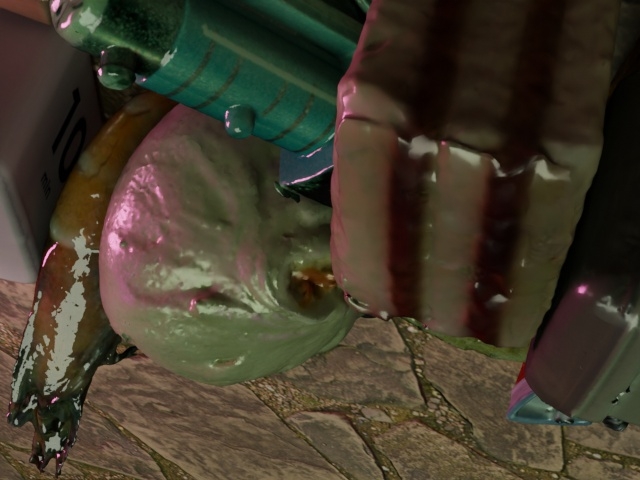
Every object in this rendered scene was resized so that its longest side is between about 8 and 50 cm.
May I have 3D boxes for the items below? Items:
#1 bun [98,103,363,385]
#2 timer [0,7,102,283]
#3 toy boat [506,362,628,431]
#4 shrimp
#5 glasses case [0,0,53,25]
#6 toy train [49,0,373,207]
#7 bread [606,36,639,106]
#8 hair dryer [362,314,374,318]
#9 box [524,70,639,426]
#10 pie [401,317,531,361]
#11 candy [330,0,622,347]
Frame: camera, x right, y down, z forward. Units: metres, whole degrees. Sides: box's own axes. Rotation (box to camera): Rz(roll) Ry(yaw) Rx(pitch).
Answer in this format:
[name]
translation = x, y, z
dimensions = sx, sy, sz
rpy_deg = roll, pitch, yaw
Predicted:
[bun]
translation = -0.037, 0.010, 0.775
dimensions = 0.187, 0.293, 0.293
rpy_deg = 32, 162, 41
[timer]
translation = -0.333, -0.101, 0.824
dimensions = 0.194, 0.195, 0.192
rpy_deg = 13, 146, 3
[toy boat]
translation = 0.381, 0.183, 1.031
dimensions = 0.331, 0.133, 0.145
rpy_deg = -6, 142, 28
[shrimp]
translation = -0.166, 0.054, 0.878
dimensions = 0.272, 0.445, 0.085
rpy_deg = 20, -167, -41
[glasses case]
translation = -0.302, -0.248, 0.732
dimensions = 0.193, 0.070, 0.102
rpy_deg = 19, 173, -11
[toy train]
translation = -0.046, -0.148, 0.617
dimensions = 0.298, 0.194, 0.120
rpy_deg = 20, 153, -39
[bread]
translation = 0.316, -0.134, 0.587
dimensions = 0.195, 0.149, 0.344
rpy_deg = 13, 146, 1
[hair dryer]
translation = 0.000, 0.000, 0.977
dimensions = 0.219, 0.072, 0.124
rpy_deg = 23, 144, 2
[box]
translation = 0.215, 0.009, 0.537
dimensions = 0.129, 0.210, 0.148
rpy_deg = 19, 144, 10
[pie]
translation = 0.228, 0.015, 0.875
dimensions = 0.323, 0.071, 0.323
rpy_deg = -1, 135, -1
[candy]
translation = 0.106, -0.118, 0.540
dimensions = 0.135, 0.321, 0.179
rpy_deg = 13, 150, 10
